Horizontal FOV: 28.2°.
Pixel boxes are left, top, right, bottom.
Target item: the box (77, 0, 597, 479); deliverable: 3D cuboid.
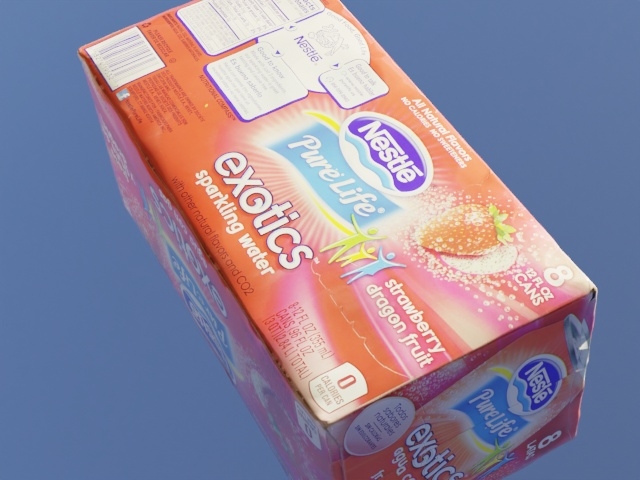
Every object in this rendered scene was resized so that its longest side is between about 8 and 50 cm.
[{"bbox_3d":[0.000,0.000,0.597,0.128,0.123,0.257,-26,-128,-14],"label":"box"}]
